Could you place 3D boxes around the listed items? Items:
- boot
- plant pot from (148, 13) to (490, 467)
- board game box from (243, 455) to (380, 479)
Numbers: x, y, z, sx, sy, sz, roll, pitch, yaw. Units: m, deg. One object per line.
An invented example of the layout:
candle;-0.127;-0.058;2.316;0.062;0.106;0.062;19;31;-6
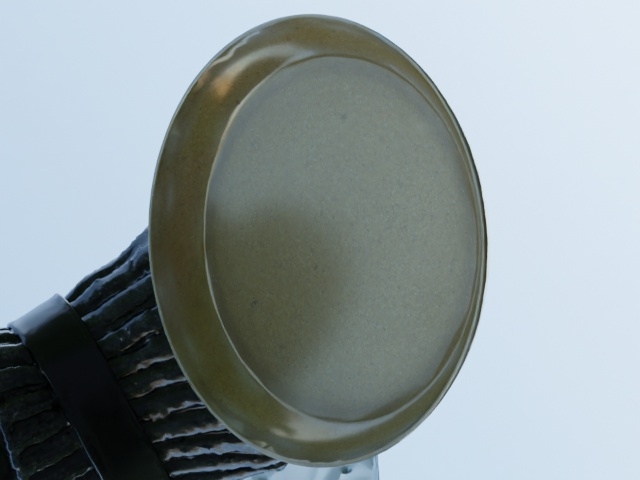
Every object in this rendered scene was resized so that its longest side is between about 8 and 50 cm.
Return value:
boot;-0.189;0.064;1.036;0.348;0.260;0.131;55;-172;-43
plant pot;0.000;0.000;0.953;0.032;0.236;0.236;-3;-91;-49
board game box;-0.130;0.306;1.665;0.390;0.390;0.050;-92;-10;-57
